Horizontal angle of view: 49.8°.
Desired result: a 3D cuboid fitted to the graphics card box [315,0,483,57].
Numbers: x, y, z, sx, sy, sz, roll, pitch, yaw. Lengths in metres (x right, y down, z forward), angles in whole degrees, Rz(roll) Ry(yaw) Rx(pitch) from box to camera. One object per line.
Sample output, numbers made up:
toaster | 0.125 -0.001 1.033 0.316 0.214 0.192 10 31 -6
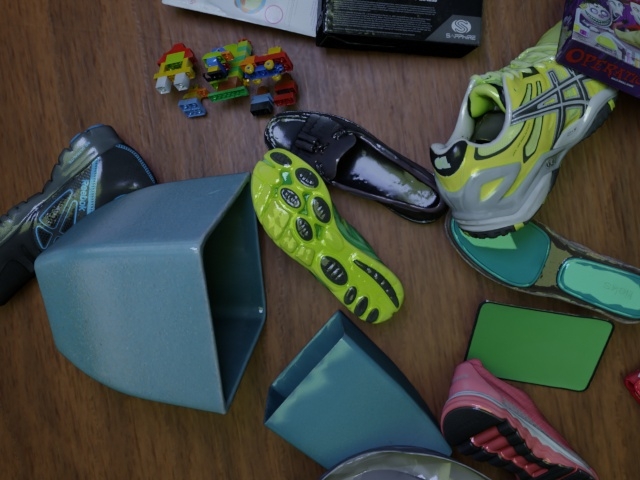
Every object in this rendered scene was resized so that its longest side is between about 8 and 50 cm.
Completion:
graphics card box | 0.118 -0.459 0.986 0.233 0.094 0.370 2 91 -8

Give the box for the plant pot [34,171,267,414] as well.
plant pot | -0.231 0.062 0.944 0.252 0.247 0.247 0 116 9

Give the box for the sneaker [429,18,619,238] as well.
sneaker | 0.279 -0.185 0.911 0.147 0.145 0.384 50 61 -32

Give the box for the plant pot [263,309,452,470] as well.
plant pot | 0.063 0.251 1.000 0.234 0.166 0.165 41 94 -6

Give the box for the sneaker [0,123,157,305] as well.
sneaker | -0.393 -0.011 1.042 0.140 0.125 0.341 42 96 -3

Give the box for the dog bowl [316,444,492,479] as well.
dog bowl | 0.105 0.426 0.881 0.349 0.102 0.348 0 91 0

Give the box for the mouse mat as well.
mouse mat | 0.312 0.156 1.004 0.190 0.007 0.152 8 128 5

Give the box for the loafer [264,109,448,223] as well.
loafer | 0.054 -0.116 1.017 0.303 0.095 0.109 25 93 3

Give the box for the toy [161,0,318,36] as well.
toy | -0.106 -0.392 1.040 0.237 0.056 0.136 12 90 -3

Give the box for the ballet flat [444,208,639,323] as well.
ballet flat | 0.321 0.033 0.995 0.316 0.106 0.107 27 96 4

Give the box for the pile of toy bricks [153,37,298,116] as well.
pile of toy bricks | -0.131 -0.260 1.037 0.212 0.118 0.105 -5 63 20

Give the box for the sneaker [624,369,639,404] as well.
sneaker | 0.512 0.169 0.995 0.128 0.087 0.221 -3 90 3

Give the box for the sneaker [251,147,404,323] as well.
sneaker | 0.000 0.000 1.005 0.109 0.123 0.295 -39 99 -4

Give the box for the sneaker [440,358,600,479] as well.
sneaker | 0.304 0.281 1.001 0.314 0.136 0.116 41 124 -19

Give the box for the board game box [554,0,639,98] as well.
board game box | 0.492 -0.253 0.930 0.347 0.056 0.208 22 54 -4
